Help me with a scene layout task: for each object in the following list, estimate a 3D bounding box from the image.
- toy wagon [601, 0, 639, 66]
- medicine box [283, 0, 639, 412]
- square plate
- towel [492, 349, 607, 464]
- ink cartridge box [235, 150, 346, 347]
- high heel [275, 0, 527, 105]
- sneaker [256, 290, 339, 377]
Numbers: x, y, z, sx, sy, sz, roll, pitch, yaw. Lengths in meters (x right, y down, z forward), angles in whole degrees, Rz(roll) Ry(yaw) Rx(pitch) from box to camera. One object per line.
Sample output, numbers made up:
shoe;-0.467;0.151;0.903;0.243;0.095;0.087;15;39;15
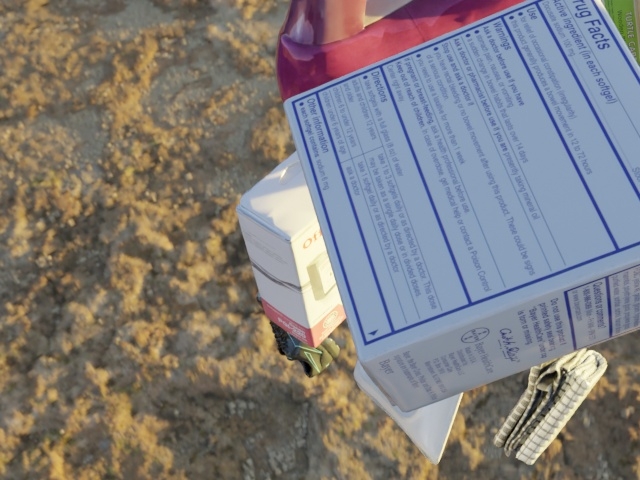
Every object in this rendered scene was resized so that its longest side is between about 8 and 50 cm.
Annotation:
toy wagon;0.368;-0.259;1.060;0.344;0.267;0.068;-4;11;25
medicine box;0.147;-0.036;0.752;0.289;0.149;0.263;-21;59;8
square plate;0.165;0.165;1.580;0.049;0.347;0.344;12;11;-25
towel;0.486;0.336;1.889;0.121;0.235;0.284;36;19;20
ink cartridge box;0.000;0.000;1.047;0.092;0.218;0.158;32;62;31
high heel;0.125;-0.247;1.015;0.377;0.181;0.127;-8;42;-20
sneaker;-0.067;0.225;2.126;0.106;0.267;0.101;-50;22;-13
